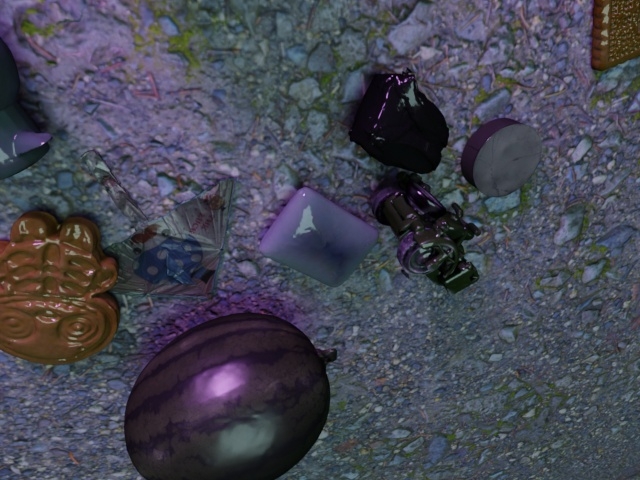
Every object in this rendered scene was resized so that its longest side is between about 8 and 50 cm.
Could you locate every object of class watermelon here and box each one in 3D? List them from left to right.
[{"bbox_3d":[-0.138,0.265,0.719,0.360,0.279,0.278,-21,124,-8],"label":"watermelon"}]

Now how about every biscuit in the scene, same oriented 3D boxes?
[{"bbox_3d":[-0.410,0.088,0.659,0.202,0.044,0.288,15,120,-24],"label":"biscuit"},{"bbox_3d":[0.507,-0.416,0.667,0.172,0.029,0.254,-24,124,-2],"label":"biscuit"}]

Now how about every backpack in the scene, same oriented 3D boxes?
[{"bbox_3d":[0.120,-0.166,0.648,0.165,0.106,0.120,28,87,-47],"label":"backpack"}]

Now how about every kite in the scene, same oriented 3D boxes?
[{"bbox_3d":[-0.267,-0.002,0.677,0.335,0.011,0.314,-30,124,1],"label":"kite"}]

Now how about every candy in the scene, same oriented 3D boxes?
[{"bbox_3d":[0.000,0.000,0.727,0.174,0.071,0.138,29,109,-29],"label":"candy"}]

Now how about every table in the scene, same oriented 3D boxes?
[{"bbox_3d":[0.319,-0.146,0.760,0.134,0.043,0.133,-8,122,-13],"label":"table"}]

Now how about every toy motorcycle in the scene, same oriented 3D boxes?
[{"bbox_3d":[0.192,-0.002,0.710,0.127,0.205,0.275,-41,126,16],"label":"toy motorcycle"}]

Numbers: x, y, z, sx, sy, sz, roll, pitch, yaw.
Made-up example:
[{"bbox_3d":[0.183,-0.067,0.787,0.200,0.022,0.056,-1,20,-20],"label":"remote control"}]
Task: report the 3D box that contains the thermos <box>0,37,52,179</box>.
[{"bbox_3d":[-0.421,-0.192,0.441,0.182,0.145,0.286,-4,129,24],"label":"thermos"}]
